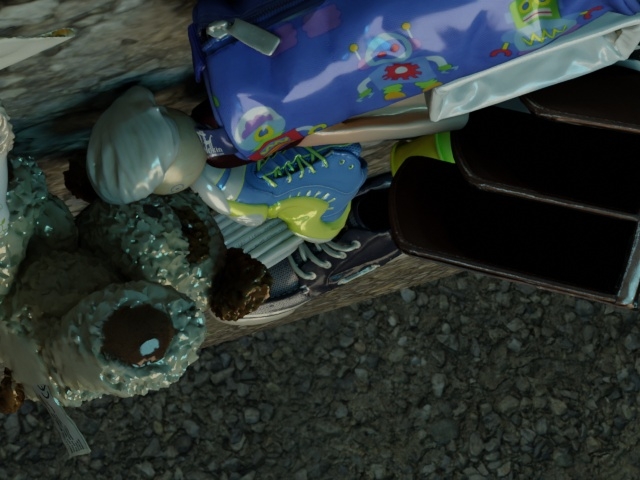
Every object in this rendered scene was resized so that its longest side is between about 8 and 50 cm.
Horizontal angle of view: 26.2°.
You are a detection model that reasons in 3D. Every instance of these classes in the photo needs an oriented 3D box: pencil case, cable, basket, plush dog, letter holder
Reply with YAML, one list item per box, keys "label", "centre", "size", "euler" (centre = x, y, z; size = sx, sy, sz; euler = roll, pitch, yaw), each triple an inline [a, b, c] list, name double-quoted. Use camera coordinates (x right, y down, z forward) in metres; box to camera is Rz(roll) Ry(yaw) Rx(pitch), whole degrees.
- label: "pencil case"
  centre: [0.054, -0.154, 0.900]
  size: [0.306, 0.119, 0.133]
  euler: [-20, 160, 15]
- label: "cable"
  centre: [-0.120, 0.015, 1.566]
  size: [0.257, 0.089, 0.257]
  euler: [-31, -179, -7]
- label: "basket"
  centre: [0.146, -0.170, 1.033]
  size: [0.167, 0.103, 0.113]
  euler: [-19, 171, 1]
- label: "plush dog"
  centre: [-0.172, 0.033, 1.159]
  size: [0.225, 0.262, 0.210]
  euler: [-34, 155, -38]
- label: "letter holder"
  centre: [0.178, -0.080, 1.233]
  size: [0.214, 0.152, 0.302]
  euler: [12, -161, 2]

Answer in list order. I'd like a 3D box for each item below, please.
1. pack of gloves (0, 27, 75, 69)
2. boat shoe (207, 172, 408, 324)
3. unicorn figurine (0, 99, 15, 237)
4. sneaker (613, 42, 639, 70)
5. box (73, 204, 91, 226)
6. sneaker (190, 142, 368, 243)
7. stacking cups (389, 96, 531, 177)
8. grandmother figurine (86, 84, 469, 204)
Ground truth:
- label: "pack of gloves"
  centre: [-0.294, -0.104, 0.813]
  size: [0.232, 0.046, 0.195]
  euler: [-15, 179, 40]
- label: "boat shoe"
  centre: [0.000, 0.000, 1.812]
  size: [0.340, 0.127, 0.158]
  euler: [-25, 166, -9]
- label: "unicorn figurine"
  centre: [-0.246, -0.057, 0.984]
  size: [0.060, 0.162, 0.111]
  euler: [-19, -160, -28]
- label: "sneaker"
  centre: [0.313, -0.206, 1.235]
  size: [0.217, 0.079, 0.121]
  euler: [-11, 168, -37]
- label: "box"
  centre: [-0.211, -0.016, 1.441]
  size: [0.062, 0.052, 0.083]
  euler: [-12, 168, -34]
- label: "sneaker"
  centre: [-0.037, -0.078, 1.387]
  size: [0.126, 0.091, 0.240]
  euler: [-53, 148, 14]
- label: "stacking cups"
  centre: [0.228, -0.124, 1.514]
  size: [0.316, 0.096, 0.096]
  euler: [-24, 170, 33]
- label: "grandmother figurine"
  centre: [-0.027, -0.103, 1.127]
  size: [0.342, 0.104, 0.208]
  euler: [-17, 165, -22]
